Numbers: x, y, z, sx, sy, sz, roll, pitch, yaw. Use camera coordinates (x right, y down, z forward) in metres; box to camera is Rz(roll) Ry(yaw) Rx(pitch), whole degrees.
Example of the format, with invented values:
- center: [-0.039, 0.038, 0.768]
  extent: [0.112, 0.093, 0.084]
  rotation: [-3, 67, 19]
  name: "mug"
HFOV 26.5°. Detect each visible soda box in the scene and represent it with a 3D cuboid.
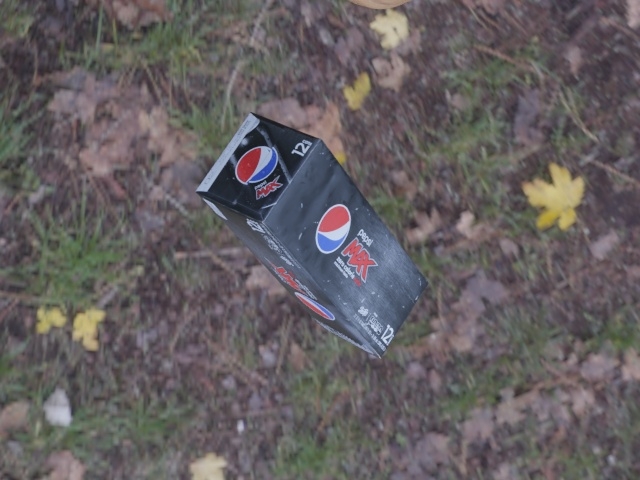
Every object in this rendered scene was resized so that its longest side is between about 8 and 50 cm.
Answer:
- center: [0.000, 0.000, 0.777]
  extent: [0.060, 0.053, 0.169]
  rotation: [-56, 143, -13]
  name: "soda box"

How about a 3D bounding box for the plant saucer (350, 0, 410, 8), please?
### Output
- center: [0.072, -0.226, 0.799]
  extent: [0.037, 0.200, 0.200]
  rotation: [29, 117, 24]
  name: "plant saucer"
